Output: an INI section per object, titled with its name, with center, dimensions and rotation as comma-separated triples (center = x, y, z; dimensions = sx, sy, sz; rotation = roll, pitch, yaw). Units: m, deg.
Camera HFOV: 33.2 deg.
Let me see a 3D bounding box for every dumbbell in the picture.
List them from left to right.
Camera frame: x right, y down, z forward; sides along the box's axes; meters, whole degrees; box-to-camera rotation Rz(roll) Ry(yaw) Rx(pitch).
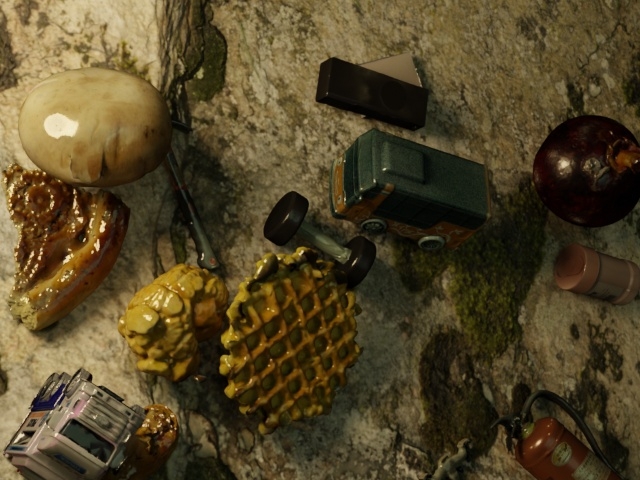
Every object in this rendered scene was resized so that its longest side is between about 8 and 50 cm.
[dumbbell]
center = 0.000, 0.000, 1.920
dimensions = 0.191, 0.100, 0.100
rotation = 33, 67, -19

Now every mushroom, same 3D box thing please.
[mushroom]
center = -0.358, -0.174, 1.707
dimensions = 0.255, 0.184, 0.255
rotation = 13, 43, -12

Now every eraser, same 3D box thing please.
[eraser]
center = 0.128, -0.305, 2.091
dimensions = 0.150, 0.023, 0.104
rotation = -19, 89, -29

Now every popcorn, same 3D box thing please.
[popcorn]
center = -0.247, 0.125, 1.748
dimensions = 0.163, 0.140, 0.194
rotation = 30, 77, -34

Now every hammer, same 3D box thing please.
[hammer]
center = -0.239, -0.082, 1.851
dimensions = 0.111, 0.033, 0.287
rotation = -20, 90, -28

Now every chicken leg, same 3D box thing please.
[chicken leg]
center = -0.303, 0.350, 1.701
dimensions = 0.085, 0.101, 0.207
rotation = 34, 72, 16

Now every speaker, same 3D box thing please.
[speaker]
center = 0.100, -0.274, 2.031
dimensions = 0.218, 0.044, 0.082
rotation = 15, 74, -25

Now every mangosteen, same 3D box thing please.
[mangosteen]
center = 0.558, -0.147, 2.147
dimensions = 0.235, 0.261, 0.235
rotation = 5, 79, -25

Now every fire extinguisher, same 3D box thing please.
[fire extinguisher]
center = 0.488, 0.433, 2.078
dimensions = 0.376, 0.113, 0.200
rotation = 41, 22, -1

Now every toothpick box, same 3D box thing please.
[toothpick box]
center = 0.568, 0.071, 2.200
dimensions = 0.149, 0.098, 0.098
rotation = 16, 73, -24

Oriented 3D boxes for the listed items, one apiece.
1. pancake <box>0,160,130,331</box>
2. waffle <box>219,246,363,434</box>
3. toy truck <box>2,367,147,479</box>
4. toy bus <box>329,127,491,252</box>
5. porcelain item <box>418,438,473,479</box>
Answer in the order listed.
[pancake]
center = -0.435, -0.016, 1.720
dimensions = 0.266, 0.057, 0.244
rotation = -45, 101, -27
[waffle]
center = -0.047, 0.163, 1.829
dimensions = 0.329, 0.062, 0.329
rotation = -6, 99, -39
[toy truck]
center = -0.366, 0.286, 1.577
dimensions = 0.124, 0.268, 0.155
rotation = 37, 67, -15
[toy bus]
center = 0.166, -0.090, 1.971
dimensions = 0.275, 0.167, 0.138
rotation = 15, 58, -23
[porcelain item]
center = 0.247, 0.436, 2.003
dimensions = 0.136, 0.021, 0.075
rotation = -33, 96, -29
